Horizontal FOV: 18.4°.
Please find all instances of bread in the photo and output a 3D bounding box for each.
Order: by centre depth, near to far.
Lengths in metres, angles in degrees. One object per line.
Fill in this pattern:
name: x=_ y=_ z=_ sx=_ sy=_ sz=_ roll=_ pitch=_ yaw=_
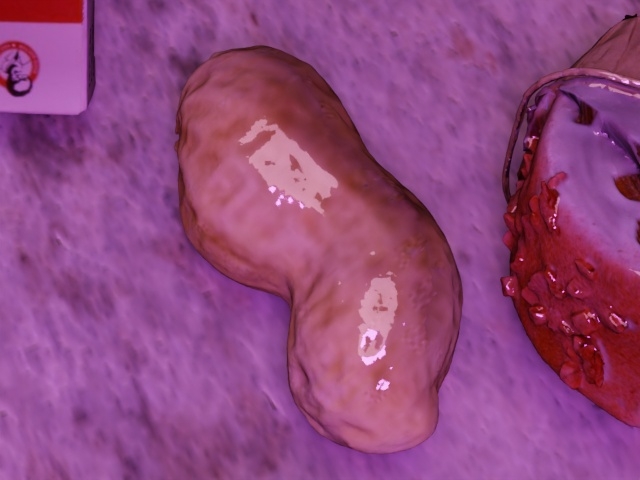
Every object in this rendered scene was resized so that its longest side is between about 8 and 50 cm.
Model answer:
bread: x=0.195 y=-0.001 z=0.965 sx=0.224 sy=0.142 sz=0.212 roll=17 pitch=48 yaw=7

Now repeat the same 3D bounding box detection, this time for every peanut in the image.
peanut: x=0.000 y=0.000 z=0.972 sx=0.103 sy=0.098 sz=0.229 roll=-44 pitch=65 yaw=22

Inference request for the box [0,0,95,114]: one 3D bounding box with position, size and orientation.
box: x=-0.291 y=-0.177 z=0.996 sx=0.353 sy=0.214 sz=0.069 roll=2 pitch=19 yaw=-1
